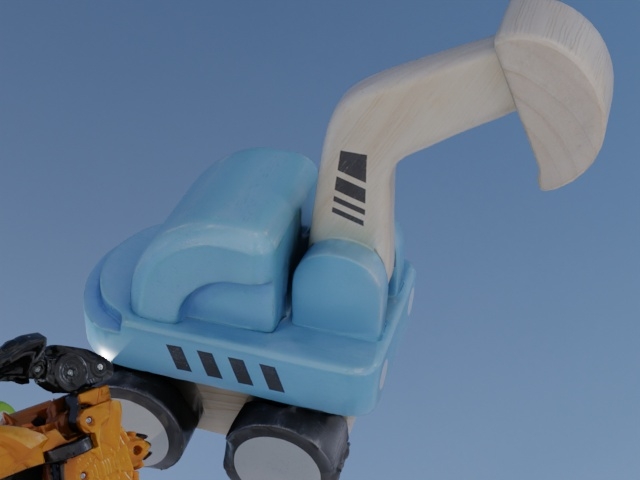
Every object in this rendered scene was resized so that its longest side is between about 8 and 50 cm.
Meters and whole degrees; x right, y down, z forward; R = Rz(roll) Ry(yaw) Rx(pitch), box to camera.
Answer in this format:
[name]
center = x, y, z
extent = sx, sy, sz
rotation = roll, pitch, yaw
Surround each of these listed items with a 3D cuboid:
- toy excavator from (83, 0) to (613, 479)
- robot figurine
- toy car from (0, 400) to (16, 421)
[toy excavator]
center = 0.000, 0.000, 0.994
extent = 0.222, 0.433, 0.445
rotation = -62, -22, -52
[robot figurine]
center = -0.237, 0.183, 0.791
extent = 0.291, 0.085, 0.211
rotation = -15, -88, -48
[toy car]
center = -0.439, 0.324, 1.468
extent = 0.155, 0.188, 0.149
rotation = -32, -66, 29
